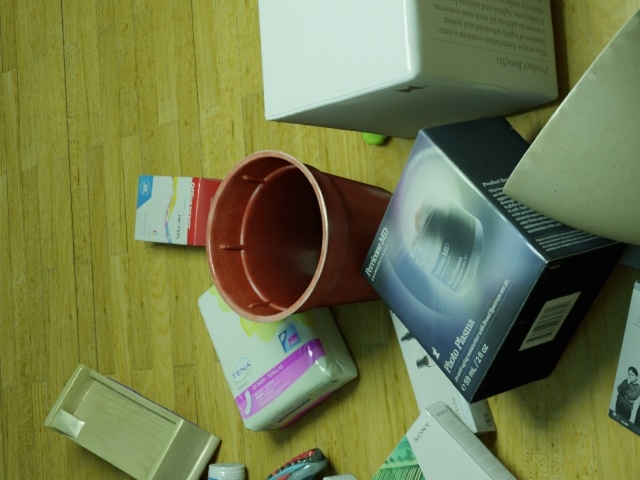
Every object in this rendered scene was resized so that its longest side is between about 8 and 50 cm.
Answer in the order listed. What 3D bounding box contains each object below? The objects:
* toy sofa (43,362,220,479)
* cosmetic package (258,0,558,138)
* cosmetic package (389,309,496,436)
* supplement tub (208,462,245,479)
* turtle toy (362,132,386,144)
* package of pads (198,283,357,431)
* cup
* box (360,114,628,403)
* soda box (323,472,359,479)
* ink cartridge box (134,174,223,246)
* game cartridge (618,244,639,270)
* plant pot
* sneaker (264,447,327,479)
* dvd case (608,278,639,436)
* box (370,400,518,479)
[{"bbox_3d":[-0.364,0.390,2.354,0.362,0.177,0.150,18,75,42],"label":"toy sofa"},{"bbox_3d":[0.125,-0.386,1.798,0.327,0.329,0.394,-10,81,47],"label":"cosmetic package"},{"bbox_3d":[0.193,0.206,1.894,0.099,0.060,0.239,-31,68,38],"label":"cosmetic package"},{"bbox_3d":[-0.176,0.474,2.207,0.071,0.071,0.107,-4,86,42],"label":"supplement tub"},{"bbox_3d":[0.075,-0.224,2.025,0.095,0.066,0.130,-25,71,14],"label":"turtle toy"},{"bbox_3d":[-0.086,0.172,2.125,0.229,0.101,0.296,-40,61,32],"label":"package of pads"},{"bbox_3d":[0.426,-0.123,1.495,0.237,0.331,0.331,38,115,8],"label":"cup"},{"bbox_3d":[0.241,0.025,1.735,0.294,0.182,0.296,51,137,33],"label":"box"},{"bbox_3d":[0.015,0.511,2.027,0.069,0.074,0.216,32,108,39],"label":"soda box"},{"bbox_3d":[-0.259,-0.058,2.312,0.231,0.078,0.134,4,90,42],"label":"ink cartridge box"},{"bbox_3d":[0.500,-0.059,1.636,0.355,0.068,0.230,23,107,41],"label":"game cartridge"},{"bbox_3d":[0.000,0.000,1.946,0.272,0.265,0.272,-4,85,43],"label":"plant pot"},{"bbox_3d":[-0.050,0.473,2.094,0.125,0.104,0.262,47,123,14],"label":"sneaker"},{"bbox_3d":[0.482,0.188,1.588,0.179,0.029,0.239,34,135,39],"label":"dvd case"},{"bbox_3d":[0.222,0.441,1.812,0.322,0.058,0.232,46,121,24],"label":"box"}]
